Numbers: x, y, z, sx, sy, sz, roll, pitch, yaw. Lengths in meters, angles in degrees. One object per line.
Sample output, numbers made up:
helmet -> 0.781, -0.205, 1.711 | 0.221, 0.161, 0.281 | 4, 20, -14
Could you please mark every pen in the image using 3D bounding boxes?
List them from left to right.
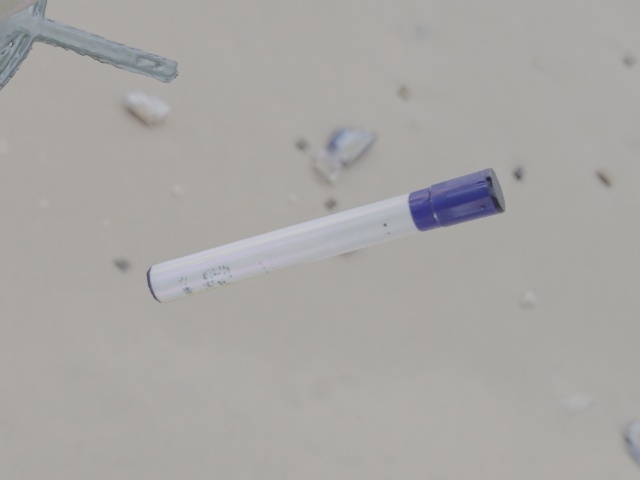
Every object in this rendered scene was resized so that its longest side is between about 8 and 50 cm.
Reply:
pen -> 0.000, 0.000, 1.351 | 0.033, 0.269, 0.033 | 51, 31, -46

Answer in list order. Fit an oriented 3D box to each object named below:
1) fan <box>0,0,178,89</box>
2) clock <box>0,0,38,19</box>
fan -> -0.238, -0.127, 1.187 | 0.012, 0.223, 0.294 | 35, -13, 47
clock -> -0.239, -0.121, 0.654 | 0.114, 0.284, 0.309 | 65, 6, 18
